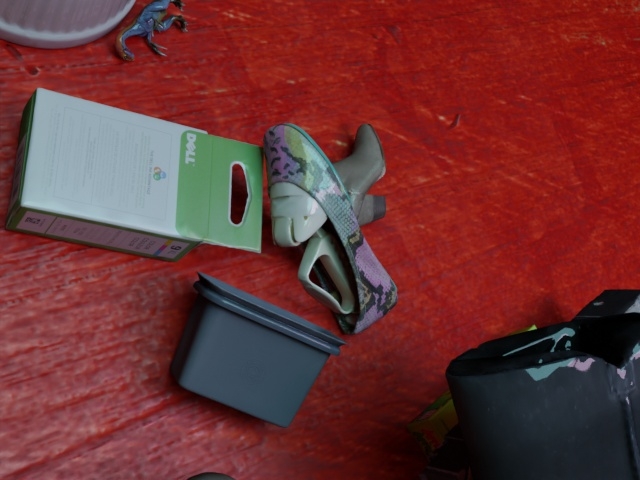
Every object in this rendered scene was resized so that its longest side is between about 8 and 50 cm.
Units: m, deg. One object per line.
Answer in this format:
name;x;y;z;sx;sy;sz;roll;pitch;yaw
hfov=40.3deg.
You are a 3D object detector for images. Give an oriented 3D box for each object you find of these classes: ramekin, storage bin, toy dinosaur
ramekin;-0.246;-0.287;0.776;0.207;0.109;0.207;12;66;-27
storage bin;-0.063;0.096;0.754;0.135;0.098;0.091;27;88;-20
toy dinosaur;-0.169;-0.207;0.846;0.082;0.047;0.090;-24;51;-26

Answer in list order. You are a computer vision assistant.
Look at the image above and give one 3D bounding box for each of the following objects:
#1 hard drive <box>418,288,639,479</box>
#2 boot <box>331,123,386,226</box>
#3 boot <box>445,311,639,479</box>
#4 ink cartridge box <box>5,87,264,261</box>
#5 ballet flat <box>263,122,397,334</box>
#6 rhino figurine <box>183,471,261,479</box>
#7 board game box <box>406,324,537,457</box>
hard drive;0.256;0.226;0.861;0.339;0.064;0.237;-31;106;-35
boot;0.022;-0.066;0.889;0.087;0.042;0.118;0;71;-28
boot;0.161;0.301;0.660;0.367;0.146;0.445;-14;103;-32
ink cartridge box;-0.157;-0.048;0.763;0.209;0.062;0.109;12;65;-27
ballet flat;0.000;0.000;0.803;0.079;0.077;0.221;-48;122;-31
rhino figurine;-0.021;0.240;0.704;0.243;0.106;0.073;20;63;-23
board game box;0.180;0.173;0.887;0.181;0.043;0.092;-33;90;-35
